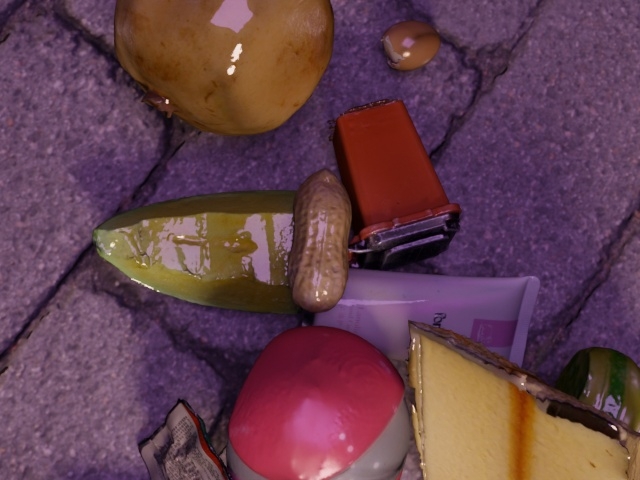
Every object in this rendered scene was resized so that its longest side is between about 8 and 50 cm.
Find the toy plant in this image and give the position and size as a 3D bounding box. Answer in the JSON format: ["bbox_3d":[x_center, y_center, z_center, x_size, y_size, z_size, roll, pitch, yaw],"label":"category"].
[{"bbox_3d":[0.511,0.296,1.744,0.316,0.224,0.184,21,35,-1],"label":"toy plant"}]

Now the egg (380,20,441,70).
[{"bbox_3d":[0.148,-0.318,1.867,0.097,0.080,0.080,-22,83,-6],"label":"egg"}]

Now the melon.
[{"bbox_3d":[-0.176,0.005,1.756,0.324,0.124,0.196,4,78,-1],"label":"melon"}]

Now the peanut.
[{"bbox_3d":[0.000,0.000,1.677,0.090,0.098,0.214,4,79,7],"label":"peanut"}]

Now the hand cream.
[{"bbox_3d":[0.150,0.121,1.774,0.359,0.118,0.185,8,102,-6],"label":"hand cream"}]

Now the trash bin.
[{"bbox_3d":[0.093,-0.081,1.789,0.185,0.161,0.238,-17,75,-9],"label":"trash bin"}]

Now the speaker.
[{"bbox_3d":[-0.006,0.261,1.633,0.294,0.294,0.294,1,80,-6],"label":"speaker"}]

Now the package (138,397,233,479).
[{"bbox_3d":[-0.189,0.328,1.657,0.040,0.232,0.166,-24,75,-36],"label":"package"}]

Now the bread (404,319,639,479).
[{"bbox_3d":[0.267,0.344,1.596,0.346,0.242,0.404,16,96,23],"label":"bread"}]

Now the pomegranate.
[{"bbox_3d":[-0.143,-0.308,1.710,0.333,0.332,0.332,1,80,-6],"label":"pomegranate"}]
